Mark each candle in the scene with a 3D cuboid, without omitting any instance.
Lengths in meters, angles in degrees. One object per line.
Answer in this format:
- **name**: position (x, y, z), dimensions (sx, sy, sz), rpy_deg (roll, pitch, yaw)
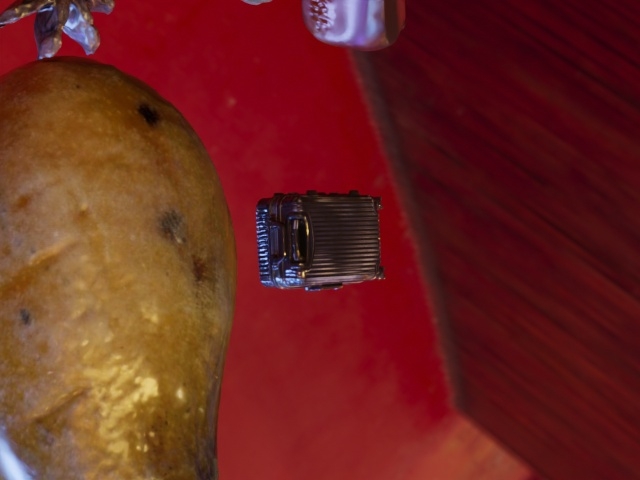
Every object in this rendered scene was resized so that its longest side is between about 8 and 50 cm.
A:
- **candle**: position (0.008, -0.140, 0.569), dimensions (0.048, 0.053, 0.162), rpy_deg (-8, 130, -8)

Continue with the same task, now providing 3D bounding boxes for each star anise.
- **star anise**: position (-0.227, -0.217, 1.389), dimensions (0.042, 0.141, 0.141), rpy_deg (-19, 178, 37)

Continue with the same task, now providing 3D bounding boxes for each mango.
- **mango**: position (-0.148, 0.044, 1.032), dimensions (0.176, 0.177, 0.329), rpy_deg (14, 73, -62)

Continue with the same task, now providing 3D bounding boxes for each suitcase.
- **suitcase**: position (0.000, 0.000, 1.396), dimensions (0.126, 0.059, 0.086), rpy_deg (-2, 89, -47)

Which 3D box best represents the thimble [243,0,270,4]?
- **thimble**: position (-0.055, -0.225, 1.232), dimensions (0.110, 0.062, 0.084), rpy_deg (-15, -129, 63)
